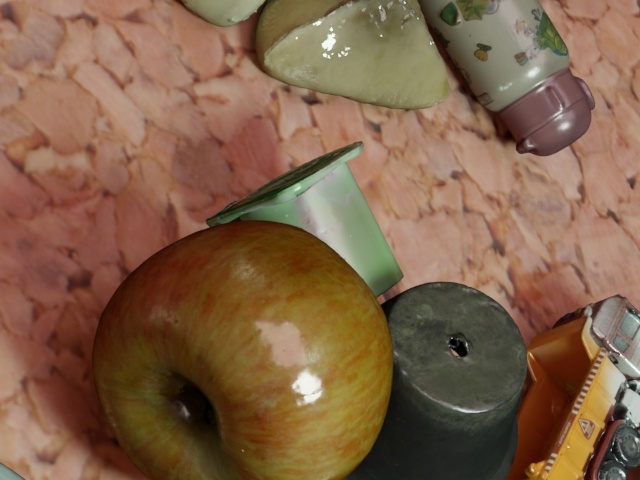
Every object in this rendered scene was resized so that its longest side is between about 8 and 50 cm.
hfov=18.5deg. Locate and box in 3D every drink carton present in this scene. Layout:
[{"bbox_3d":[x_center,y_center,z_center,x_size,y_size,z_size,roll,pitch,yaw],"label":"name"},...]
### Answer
[{"bbox_3d":[0.000,0.000,1.915,0.144,0.146,0.142,-34,98,-42],"label":"drink carton"}]

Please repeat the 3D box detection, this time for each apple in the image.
[{"bbox_3d":[-0.059,0.105,1.731,0.264,0.264,0.264,17,58,-30],"label":"apple"}]

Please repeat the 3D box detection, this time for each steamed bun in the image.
[{"bbox_3d":[-0.094,-0.289,2.016,0.112,0.091,0.130,40,50,-12],"label":"steamed bun"},{"bbox_3d":[0.036,-0.256,2.090,0.231,0.110,0.212,7,63,-38],"label":"steamed bun"}]

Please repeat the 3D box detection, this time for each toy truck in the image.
[{"bbox_3d":[0.264,0.178,2.038,0.135,0.114,0.270,45,50,-16],"label":"toy truck"}]

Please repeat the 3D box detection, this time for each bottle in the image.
[{"bbox_3d":[0.209,-0.212,2.190,0.120,0.120,0.253,-32,89,-43],"label":"bottle"}]

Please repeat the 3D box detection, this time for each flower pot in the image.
[{"bbox_3d":[0.106,0.133,1.875,0.235,0.148,0.235,11,56,-16],"label":"flower pot"}]

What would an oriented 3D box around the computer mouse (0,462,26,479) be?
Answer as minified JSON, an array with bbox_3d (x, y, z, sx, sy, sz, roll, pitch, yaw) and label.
[{"bbox_3d":[-0.339,0.224,1.565,0.288,0.097,0.159,37,48,-32],"label":"computer mouse"}]
